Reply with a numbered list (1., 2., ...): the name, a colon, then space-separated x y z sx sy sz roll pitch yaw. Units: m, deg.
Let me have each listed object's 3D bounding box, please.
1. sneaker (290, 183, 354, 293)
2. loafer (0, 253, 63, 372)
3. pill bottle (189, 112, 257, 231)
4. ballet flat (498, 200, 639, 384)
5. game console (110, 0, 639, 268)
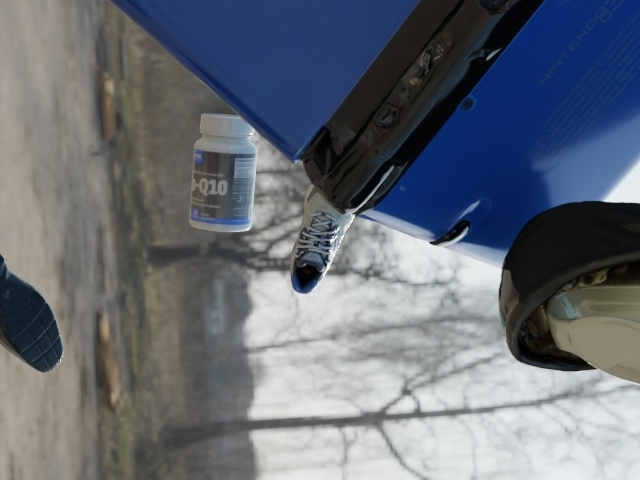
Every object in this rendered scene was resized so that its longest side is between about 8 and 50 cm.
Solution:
1. sneaker: 0.000 0.000 1.197 0.058 0.052 0.135 -74 179 -48
2. loafer: -0.323 0.063 1.244 0.061 0.062 0.170 -10 -61 48
3. pill bottle: -0.117 -0.083 1.500 0.078 0.078 0.137 -126 -141 -79
4. ballet flat: 0.206 0.033 0.525 0.096 0.280 0.095 -53 130 -45
5. game console: 0.083 -0.161 0.590 0.293 0.250 0.173 -51 -131 19
